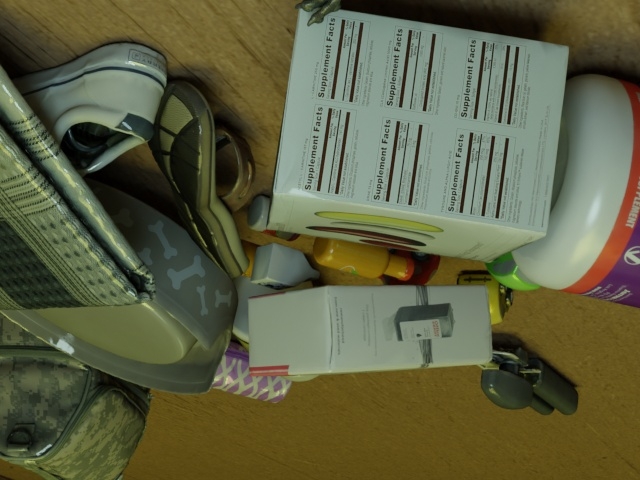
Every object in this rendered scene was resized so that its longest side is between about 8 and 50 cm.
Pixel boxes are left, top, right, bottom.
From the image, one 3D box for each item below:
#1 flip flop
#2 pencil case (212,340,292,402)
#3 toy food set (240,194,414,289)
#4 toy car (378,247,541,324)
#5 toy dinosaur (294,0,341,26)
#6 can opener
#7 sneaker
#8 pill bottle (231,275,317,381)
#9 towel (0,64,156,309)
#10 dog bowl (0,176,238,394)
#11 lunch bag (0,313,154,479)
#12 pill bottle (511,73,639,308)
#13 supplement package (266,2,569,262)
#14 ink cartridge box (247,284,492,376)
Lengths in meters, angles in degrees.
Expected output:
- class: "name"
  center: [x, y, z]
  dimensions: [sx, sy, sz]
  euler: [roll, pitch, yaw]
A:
- class: "flip flop"
  center: [-0.103, -0.063, 1.183]
  dimensions: [0.080, 0.112, 0.277]
  euler: [-33, 146, -13]
- class: "pencil case"
  center: [-0.138, 0.187, 1.842]
  dimensions: [0.206, 0.086, 0.088]
  euler: [18, 133, -28]
- class: "toy food set"
  center: [0.000, 0.000, 1.278]
  dimensions: [0.104, 0.111, 0.232]
  euler: [18, 163, -28]
- class: "toy car"
  center: [0.188, 0.042, 1.395]
  dimensions: [0.239, 0.053, 0.225]
  euler: [22, 154, -33]
- class: "toy dinosaur"
  center: [0.029, -0.209, 0.818]
  dimensions: [0.268, 0.064, 0.118]
  euler: [1, 151, 9]
- class: "can opener"
  center: [0.296, 0.223, 1.755]
  dimensions: [0.076, 0.095, 0.283]
  euler: [-6, 155, 32]
- class: "sneaker"
  center: [-0.241, -0.105, 1.120]
  dimensions: [0.094, 0.091, 0.258]
  euler: [24, 153, -35]
- class: "pill bottle"
  center: [-0.047, 0.107, 1.550]
  dimensions: [0.119, 0.119, 0.208]
  euler: [2, 157, 13]
- class: "towel"
  center: [-0.333, -0.060, 1.147]
  dimensions: [0.312, 0.056, 0.324]
  euler: [-6, 129, 49]
- class: "dog bowl"
  center: [-0.252, 0.047, 1.387]
  dimensions: [0.349, 0.102, 0.349]
  euler: [20, 154, 10]
- class: "lunch bag"
  center: [-0.386, 0.245, 1.827]
  dimensions: [0.212, 0.256, 0.305]
  euler: [4, 159, 11]
- class: "pill bottle"
  center: [0.334, -0.020, 1.016]
  dimensions: [0.323, 0.181, 0.181]
  euler: [12, 158, -12]
- class: "supplement package"
  center: [0.068, -0.076, 0.962]
  dimensions: [0.203, 0.149, 0.194]
  euler: [9, 172, -2]
- class: "ink cartridge box"
  center: [0.053, 0.096, 1.287]
  dimensions: [0.218, 0.092, 0.158]
  euler: [3, 172, -35]
